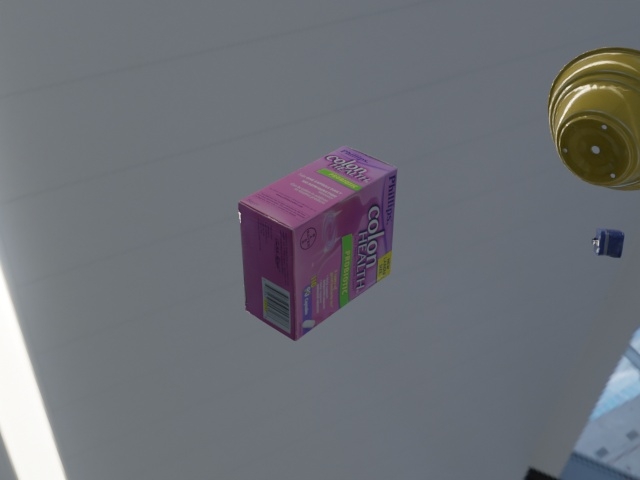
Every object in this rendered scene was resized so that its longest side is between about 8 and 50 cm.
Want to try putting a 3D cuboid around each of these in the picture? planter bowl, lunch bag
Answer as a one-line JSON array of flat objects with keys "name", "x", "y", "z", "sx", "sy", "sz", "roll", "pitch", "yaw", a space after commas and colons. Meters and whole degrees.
[{"name": "planter bowl", "x": 0.384, "y": -0.139, "z": 1.056, "sx": 0.090, "sy": 0.217, "sz": 0.217, "roll": -41, "pitch": -30, "yaw": -33}, {"name": "lunch bag", "x": 0.703, "y": 0.004, "z": 1.944, "sx": 0.098, "sy": 0.065, "sz": 0.067, "roll": -29, "pitch": -54, "yaw": -78}]

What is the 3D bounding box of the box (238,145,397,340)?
[{"name": "box", "x": 0.000, "y": 0.000, "z": 1.262, "sx": 0.243, "sy": 0.117, "sz": 0.213, "roll": -32, "pitch": -44, "yaw": -38}]
